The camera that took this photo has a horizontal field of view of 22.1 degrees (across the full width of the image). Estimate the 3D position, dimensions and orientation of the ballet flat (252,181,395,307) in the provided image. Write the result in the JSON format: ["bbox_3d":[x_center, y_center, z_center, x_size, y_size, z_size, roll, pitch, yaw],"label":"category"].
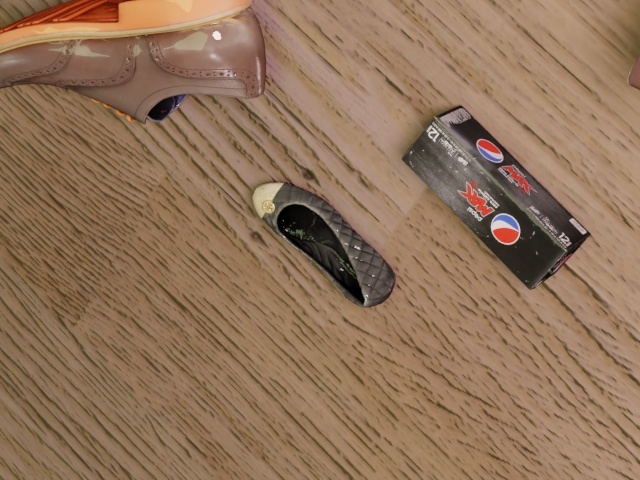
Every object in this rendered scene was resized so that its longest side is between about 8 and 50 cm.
[{"bbox_3d":[0.000,0.000,1.580,0.173,0.049,0.057,38,123,18],"label":"ballet flat"}]

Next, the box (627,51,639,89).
[{"bbox_3d":[0.437,-0.121,1.184,0.381,0.143,0.191,30,121,20],"label":"box"}]

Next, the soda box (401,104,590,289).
[{"bbox_3d":[0.155,-0.039,1.457,0.169,0.053,0.060,47,127,12],"label":"soda box"}]

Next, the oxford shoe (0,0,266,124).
[{"bbox_3d":[-0.215,-0.171,1.619,0.364,0.130,0.132,-4,111,35],"label":"oxford shoe"}]
